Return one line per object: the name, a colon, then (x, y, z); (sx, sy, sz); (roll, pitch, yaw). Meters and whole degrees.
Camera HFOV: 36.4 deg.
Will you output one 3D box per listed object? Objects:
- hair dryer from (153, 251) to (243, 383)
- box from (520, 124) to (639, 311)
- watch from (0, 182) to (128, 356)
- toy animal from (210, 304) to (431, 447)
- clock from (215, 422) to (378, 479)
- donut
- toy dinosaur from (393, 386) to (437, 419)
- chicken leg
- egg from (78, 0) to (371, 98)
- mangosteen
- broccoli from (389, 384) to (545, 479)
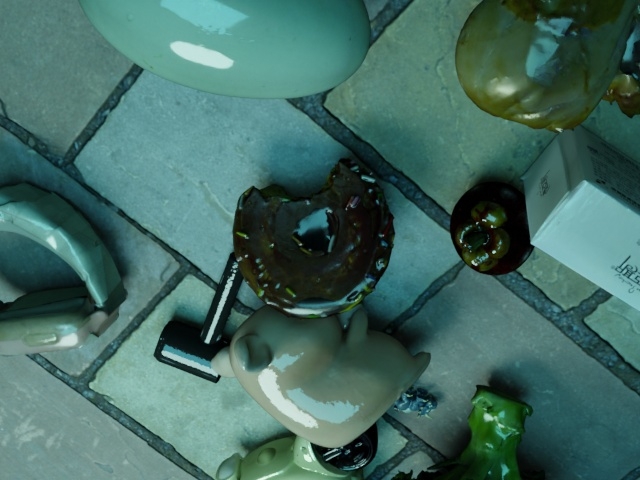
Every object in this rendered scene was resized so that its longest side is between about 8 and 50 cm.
hair dryer: (-0.169, 0.100, 1.486); (0.114, 0.071, 0.248); (21, 115, -2)
box: (0.405, -0.011, 1.251); (0.274, 0.203, 0.116); (31, 118, -8)
watch: (-0.437, 0.033, 1.460); (0.253, 0.162, 0.241); (-7, 104, 10)
toy animal: (0.002, 0.178, 1.422); (0.256, 0.213, 0.195); (38, 161, -4)
clock: (-0.020, 0.444, 1.619); (0.276, 0.120, 0.379); (-8, 117, 8)
donut: (-0.001, 0.001, 1.355); (0.230, 0.096, 0.216); (-26, 81, 10)
toy dinosaur: (0.143, 0.256, 1.535); (0.083, 0.031, 0.047); (19, 117, -1)
chicken leg: (0.363, -0.292, 1.156); (0.295, 0.182, 0.409); (30, 103, -18)
egg: (-0.116, -0.290, 1.171); (0.370, 0.230, 0.230); (20, 119, -6)
mangosteen: (0.229, -0.012, 1.317); (0.140, 0.140, 0.140); (4, 119, 7)
broccoli: (0.263, 0.383, 1.481); (0.297, 0.297, 0.298); (17, 93, 0)
